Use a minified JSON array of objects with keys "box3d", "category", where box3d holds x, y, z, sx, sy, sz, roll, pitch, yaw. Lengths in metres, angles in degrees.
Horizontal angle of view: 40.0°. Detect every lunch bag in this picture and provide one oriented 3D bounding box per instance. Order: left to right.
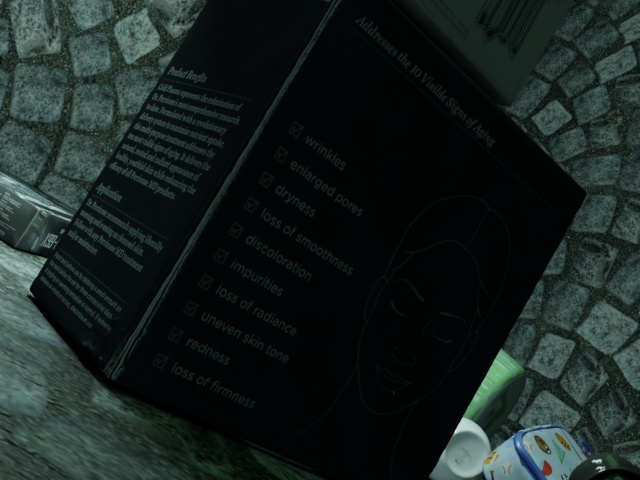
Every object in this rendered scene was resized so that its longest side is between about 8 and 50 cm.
[{"box3d":[0.417,0.437,1.497,0.303,0.115,0.243,12,36,-55],"category":"lunch bag"}]

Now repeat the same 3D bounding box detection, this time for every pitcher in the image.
[{"box3d":[0.246,0.400,1.594,0.178,0.125,0.207,46,-15,-1],"category":"pitcher"}]

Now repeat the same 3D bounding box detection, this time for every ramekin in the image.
[{"box3d":[0.290,0.336,1.825,0.148,0.303,0.303,38,0,27],"category":"ramekin"}]

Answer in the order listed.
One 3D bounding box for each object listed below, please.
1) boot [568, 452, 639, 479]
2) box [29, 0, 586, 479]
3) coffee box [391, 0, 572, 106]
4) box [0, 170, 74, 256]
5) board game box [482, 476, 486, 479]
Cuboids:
[{"box3d":[0.532,0.483,1.300,0.348,0.131,0.260,26,23,-24],"category":"boot"},{"box3d":[0.000,0.000,1.081,0.480,0.471,0.297,34,-5,-36],"category":"box"},{"box3d":[0.108,-0.410,1.061,0.334,0.338,0.338,24,-8,48],"category":"coffee box"},{"box3d":[-0.557,-0.079,1.471,0.307,0.076,0.242,31,-3,10],"category":"box"},{"box3d":[0.379,0.559,2.098,0.126,0.026,0.186,33,-4,-38],"category":"board game box"}]
